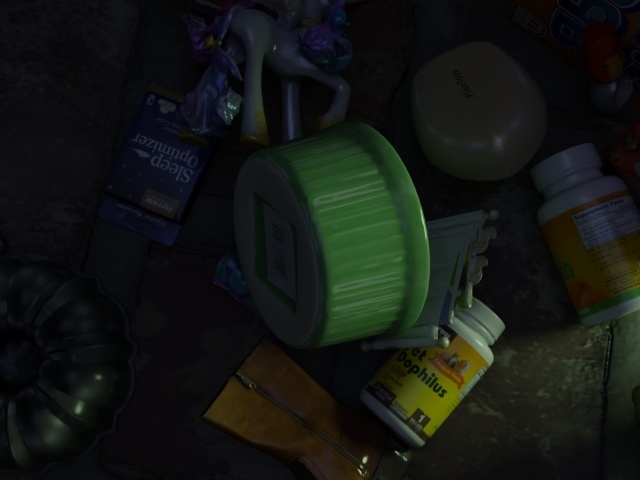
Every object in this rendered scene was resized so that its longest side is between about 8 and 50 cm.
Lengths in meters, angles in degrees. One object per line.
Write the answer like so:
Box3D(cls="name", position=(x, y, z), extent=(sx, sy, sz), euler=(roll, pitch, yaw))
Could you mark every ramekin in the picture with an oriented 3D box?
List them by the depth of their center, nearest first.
Box3D(cls="ramekin", position=(0.000, 0.000, 1.229), extent=(0.148, 0.303, 0.303), euler=(-14, 78, -26))

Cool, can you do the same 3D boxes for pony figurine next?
Box3D(cls="pony figurine", position=(-0.092, -0.303, 1.352), extent=(0.351, 0.303, 0.363), euler=(18, 75, -27))

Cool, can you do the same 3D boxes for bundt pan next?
Box3D(cls="bundt pan", position=(-0.437, 0.176, 1.321), extent=(0.331, 0.124, 0.330), euler=(0, 80, 1))

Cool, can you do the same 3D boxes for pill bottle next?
Box3D(cls="pill bottle", position=(0.163, 0.179, 1.303), extent=(0.117, 0.117, 0.215), euler=(40, 83, 8))
Box3D(cls="pill bottle", position=(0.395, -0.009, 1.321), extent=(0.136, 0.136, 0.245), euler=(-21, 79, -2))

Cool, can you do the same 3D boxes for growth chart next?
Box3D(cls="growth chart", position=(0.160, 0.056, 1.303), extent=(0.172, 0.021, 0.237), euler=(-2, 55, 44))

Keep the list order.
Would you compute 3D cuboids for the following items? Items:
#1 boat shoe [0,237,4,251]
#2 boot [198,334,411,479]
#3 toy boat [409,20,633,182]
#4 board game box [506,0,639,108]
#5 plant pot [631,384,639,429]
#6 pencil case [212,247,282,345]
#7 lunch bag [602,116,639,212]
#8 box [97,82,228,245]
Box3D(cls="boat shoe", position=(-0.611, 0.063, 1.358), extent=(0.302, 0.109, 0.094), euler=(-41, 83, -8))
Box3D(cls="boot", position=(-0.040, 0.307, 1.239), extent=(0.280, 0.096, 0.264), euler=(37, 70, -10))
Box3D(cls="toy boat", position=(0.294, -0.196, 1.331), extent=(0.318, 0.148, 0.267), euler=(-21, 46, 11))
Box3D(cls="board game box", position=(0.534, -0.420, 1.282), extent=(0.356, 0.356, 0.356), euler=(37, 83, 8))
Box3D(cls="plant pot", position=(0.565, 0.258, 1.220), extent=(0.254, 0.276, 0.276), euler=(-15, 79, 10))
Box3D(cls="pencil case", position=(-0.093, 0.084, 1.355), extent=(0.152, 0.064, 0.070), euler=(43, 61, 10))
Box3D(cls="lunch bag", position=(0.520, -0.069, 1.250), extent=(0.120, 0.293, 0.258), euler=(-33, 84, -3))
Box3D(cls="box", position=(-0.245, -0.117, 1.415), extent=(0.137, 0.036, 0.225), euler=(22, 82, 6))
